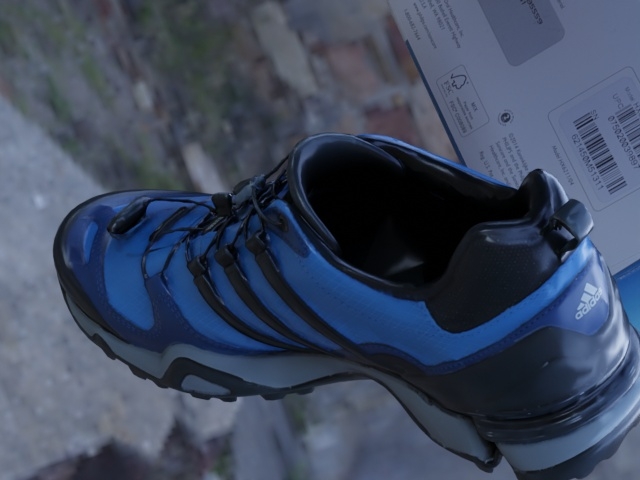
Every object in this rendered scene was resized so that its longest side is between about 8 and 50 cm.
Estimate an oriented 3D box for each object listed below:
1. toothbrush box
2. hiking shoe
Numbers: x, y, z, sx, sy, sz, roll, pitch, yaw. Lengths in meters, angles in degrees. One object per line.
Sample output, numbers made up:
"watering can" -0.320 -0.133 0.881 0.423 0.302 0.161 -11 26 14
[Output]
"toothbrush box" 0.174 -0.037 1.024 0.295 0.126 0.216 34 29 -58
"hiking shoe" 0.000 0.000 0.818 0.113 0.304 0.132 -51 136 -36
